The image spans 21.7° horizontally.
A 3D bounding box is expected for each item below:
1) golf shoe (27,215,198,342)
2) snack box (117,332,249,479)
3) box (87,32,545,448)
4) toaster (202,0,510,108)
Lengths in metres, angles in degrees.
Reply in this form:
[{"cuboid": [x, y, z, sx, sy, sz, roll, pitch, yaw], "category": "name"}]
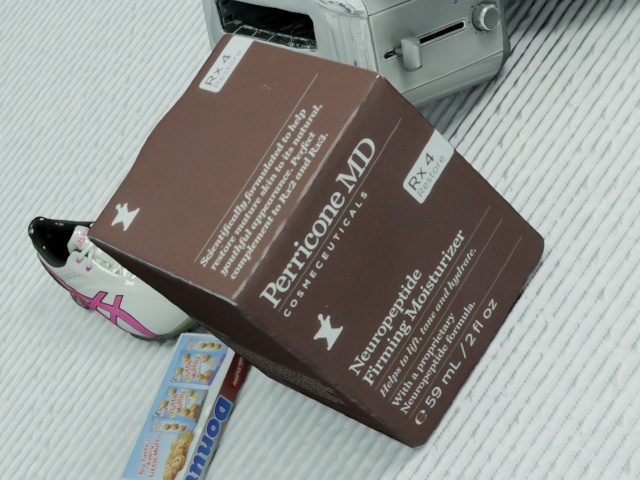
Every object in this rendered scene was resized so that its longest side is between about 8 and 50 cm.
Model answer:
[{"cuboid": [-0.159, 0.027, 1.285, 0.186, 0.086, 0.067, 14, 67, 45], "category": "golf shoe"}, {"cuboid": [-0.105, 0.149, 1.189, 0.064, 0.022, 0.178, 0, 59, 42], "category": "snack box"}, {"cuboid": [0.000, 0.000, 1.077, 0.167, 0.203, 0.168, 22, 76, 48], "category": "box"}, {"cuboid": [0.016, -0.164, 1.214, 0.146, 0.129, 0.227, -28, 32, -33], "category": "toaster"}]
